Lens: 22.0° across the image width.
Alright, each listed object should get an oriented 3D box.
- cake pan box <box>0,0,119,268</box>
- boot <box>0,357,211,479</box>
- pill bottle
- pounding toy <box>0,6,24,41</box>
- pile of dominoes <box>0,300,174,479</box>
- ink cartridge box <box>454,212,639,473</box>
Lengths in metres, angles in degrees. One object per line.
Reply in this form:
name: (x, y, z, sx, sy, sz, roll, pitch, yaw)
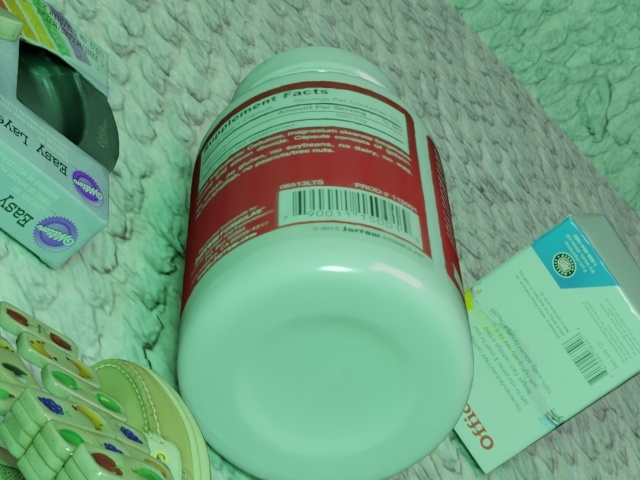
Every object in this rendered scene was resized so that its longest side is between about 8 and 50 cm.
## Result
cake pan box: (-0.268, -0.133, 1.263, 0.267, 0.070, 0.245, 41, 26, -31)
boot: (-0.164, 0.148, 1.003, 0.203, 0.095, 0.262, 34, 30, -39)
pill bottle: (0.000, 0.000, 1.402, 0.229, 0.229, 0.407, 44, 22, -25)
pounding toy: (-0.311, -0.107, 0.986, 0.154, 0.154, 0.269, 28, 9, 15)
pile of dominoes: (-0.161, 0.077, 0.932, 0.196, 0.040, 0.251, 26, 14, -46)
ink cartridge box: (0.236, 0.105, 1.745, 0.171, 0.233, 0.168, 57, 18, 10)
